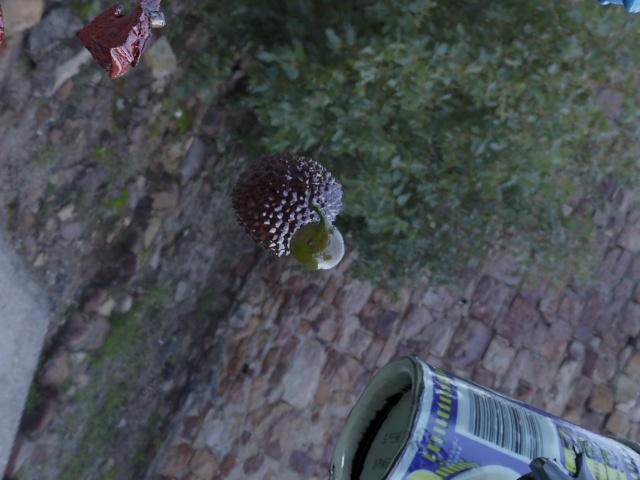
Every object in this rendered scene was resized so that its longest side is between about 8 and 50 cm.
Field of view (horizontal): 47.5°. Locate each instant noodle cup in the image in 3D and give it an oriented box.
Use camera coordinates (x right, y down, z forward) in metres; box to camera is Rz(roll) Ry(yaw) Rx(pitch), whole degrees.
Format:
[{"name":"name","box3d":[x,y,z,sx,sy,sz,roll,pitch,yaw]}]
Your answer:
[{"name":"instant noodle cup","box3d":[0.186,0.288,0.830,0.284,0.312,0.284,-57,-169,17]}]

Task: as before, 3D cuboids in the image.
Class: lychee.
[{"name":"lychee","box3d":[-0.066,-0.092,1.686,0.271,0.271,0.271,-60,169,-20]}]

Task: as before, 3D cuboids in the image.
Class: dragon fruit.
[{"name":"dragon fruit","box3d":[-0.376,-0.410,1.431,0.192,0.122,0.092,-62,155,-28]}]

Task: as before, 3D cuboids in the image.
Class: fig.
[{"name":"fig","box3d":[0.000,0.000,1.146,0.082,0.084,0.098,-24,143,-47]}]

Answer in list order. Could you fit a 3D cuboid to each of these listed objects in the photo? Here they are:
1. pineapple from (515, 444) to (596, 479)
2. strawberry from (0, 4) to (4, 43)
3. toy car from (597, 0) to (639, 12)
[{"name":"pineapple","box3d":[0.164,0.179,0.307,0.103,0.221,0.083,-34,135,-25]},{"name":"strawberry","box3d":[-0.375,-0.224,0.749,0.106,0.106,0.106,-60,169,-20]},{"name":"toy car","box3d":[0.405,-0.407,0.950,0.190,0.188,0.255,-49,157,1]}]
